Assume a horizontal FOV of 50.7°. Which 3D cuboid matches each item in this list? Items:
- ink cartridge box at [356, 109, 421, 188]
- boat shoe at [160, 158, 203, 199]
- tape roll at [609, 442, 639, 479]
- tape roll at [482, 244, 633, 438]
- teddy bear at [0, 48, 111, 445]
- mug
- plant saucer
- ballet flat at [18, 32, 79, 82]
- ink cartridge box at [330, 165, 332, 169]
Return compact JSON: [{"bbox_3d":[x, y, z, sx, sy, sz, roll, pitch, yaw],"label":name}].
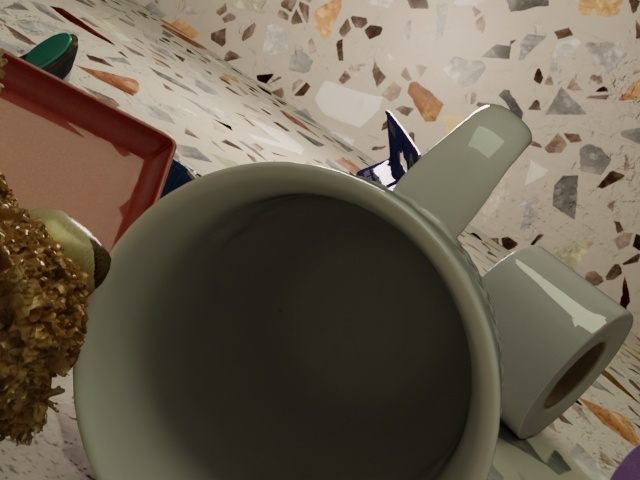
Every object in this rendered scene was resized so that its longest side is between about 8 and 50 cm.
[{"bbox_3d":[0.090,0.017,0.894,0.071,0.330,0.324,-7,19,2],"label":"ink cartridge box"},{"bbox_3d":[-0.203,-0.076,1.039,0.183,0.066,0.066,38,8,-21],"label":"boat shoe"},{"bbox_3d":[0.439,0.318,0.694,0.275,0.275,0.090,43,17,31],"label":"tape roll"},{"bbox_3d":[0.320,0.151,1.021,0.169,0.246,0.246,44,19,33],"label":"tape roll"},{"bbox_3d":[-0.249,-0.024,0.440,0.337,0.245,0.113,15,13,36],"label":"teddy bear"},{"bbox_3d":[0.038,0.049,0.555,0.276,0.374,0.328,39,10,11],"label":"mug"},{"bbox_3d":[-0.295,-0.063,0.676,0.259,0.047,0.259,27,45,-22],"label":"plant saucer"},{"bbox_3d":[-0.393,-0.224,0.925,0.074,0.203,0.074,47,36,-50],"label":"ballet flat"},{"bbox_3d":[0.000,0.000,0.963,0.056,0.181,0.225,23,15,-1],"label":"ink cartridge box"}]
